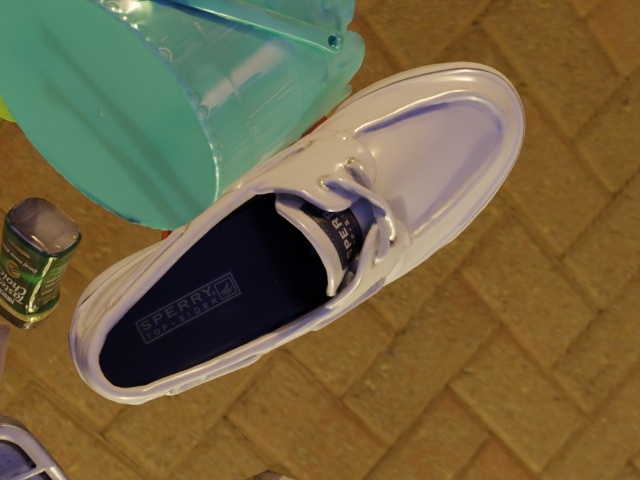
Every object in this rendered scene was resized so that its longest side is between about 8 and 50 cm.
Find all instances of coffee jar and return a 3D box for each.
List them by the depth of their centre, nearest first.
[{"bbox_3d":[-0.380,0.035,1.538,0.096,0.184,0.079,37,45,8],"label":"coffee jar"}]

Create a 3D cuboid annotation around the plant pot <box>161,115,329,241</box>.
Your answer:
[{"bbox_3d":[-0.074,-0.042,1.596,0.272,0.265,0.273,4,63,-9],"label":"plant pot"}]

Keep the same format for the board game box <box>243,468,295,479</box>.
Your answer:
[{"bbox_3d":[-0.071,0.406,1.708,0.243,0.165,0.042,-5,110,-63],"label":"board game box"}]

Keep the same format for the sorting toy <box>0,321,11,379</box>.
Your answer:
[{"bbox_3d":[-0.586,0.233,1.697,0.089,0.255,0.257,23,72,-50],"label":"sorting toy"}]

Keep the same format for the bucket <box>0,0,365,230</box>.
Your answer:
[{"bbox_3d":[-0.126,-0.156,0.962,0.183,0.281,0.281,-49,120,-34],"label":"bucket"}]

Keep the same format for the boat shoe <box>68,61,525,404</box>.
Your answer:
[{"bbox_3d":[0.000,0.000,0.558,0.258,0.084,0.095,-37,101,-8],"label":"boat shoe"}]

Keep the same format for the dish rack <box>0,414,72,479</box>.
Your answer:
[{"bbox_3d":[-0.396,0.353,1.384,0.285,0.072,0.333,-27,121,4],"label":"dish rack"}]

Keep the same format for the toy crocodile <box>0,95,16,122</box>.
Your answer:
[{"bbox_3d":[-0.336,-0.209,1.105,0.340,0.115,0.105,26,111,-21],"label":"toy crocodile"}]
